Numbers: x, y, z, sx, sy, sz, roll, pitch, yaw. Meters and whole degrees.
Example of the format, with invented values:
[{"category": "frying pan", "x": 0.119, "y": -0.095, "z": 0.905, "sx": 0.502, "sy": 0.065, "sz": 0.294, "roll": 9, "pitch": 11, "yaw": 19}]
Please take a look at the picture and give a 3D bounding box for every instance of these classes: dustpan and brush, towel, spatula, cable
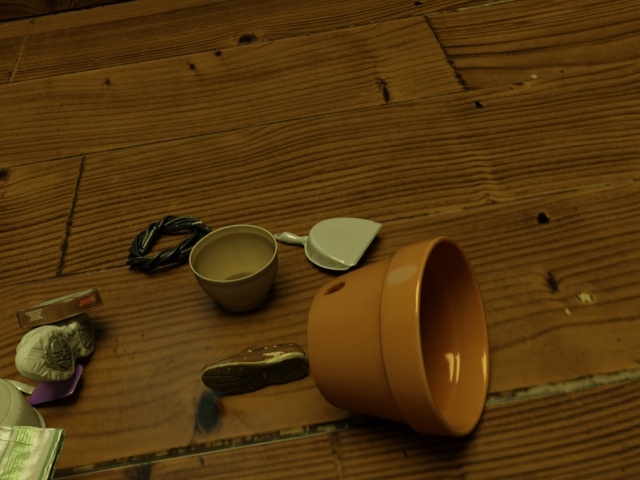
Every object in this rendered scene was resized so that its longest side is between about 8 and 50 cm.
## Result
[{"category": "dustpan and brush", "x": 0.000, "y": 0.000, "z": 1.619, "sx": 0.211, "sy": 0.060, "sz": 0.147, "roll": 17, "pitch": 43, "yaw": 20}, {"category": "towel", "x": -0.452, "y": 0.312, "z": 1.171, "sx": 0.152, "sy": 0.023, "sz": 0.113, "roll": 4, "pitch": 45, "yaw": 2}, {"category": "spatula", "x": -0.552, "y": 0.252, "z": 1.421, "sx": 0.296, "sy": 0.030, "sz": 0.084, "roll": -3, "pitch": 34, "yaw": 8}, {"category": "cable", "x": -0.318, "y": 0.000, "z": 1.680, "sx": 0.184, "sy": 0.047, "sz": 0.150, "roll": -26, "pitch": 41, "yaw": -20}]

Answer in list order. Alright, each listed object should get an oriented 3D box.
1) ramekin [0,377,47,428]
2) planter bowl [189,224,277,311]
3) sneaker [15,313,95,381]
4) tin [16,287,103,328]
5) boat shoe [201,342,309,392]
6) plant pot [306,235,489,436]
[{"category": "ramekin", "x": -0.544, "y": 0.308, "z": 1.285, "sx": 0.207, "sy": 0.109, "sz": 0.207, "roll": -5, "pitch": 38, "yaw": 4}, {"category": "planter bowl", "x": -0.152, "y": 0.062, "z": 1.517, "sx": 0.162, "sy": 0.109, "sz": 0.162, "roll": -5, "pitch": 38, "yaw": 4}, {"category": "sneaker", "x": -0.473, "y": 0.193, "z": 1.397, "sx": 0.115, "sy": 0.090, "sz": 0.232, "roll": -13, "pitch": 4, "yaw": 7}, {"category": "tin", "x": -0.477, "y": 0.124, "z": 1.493, "sx": 0.189, "sy": 0.040, "sz": 0.106, "roll": -13, "pitch": 10, "yaw": 38}, {"category": "boat shoe", "x": -0.110, "y": 0.208, "z": 1.366, "sx": 0.177, "sy": 0.064, "sz": 0.060, "roll": -8, "pitch": 32, "yaw": -9}, {"category": "plant pot", "x": 0.112, "y": 0.150, "z": 1.239, "sx": 0.203, "sy": 0.291, "sz": 0.291, "roll": -9, "pitch": 35, "yaw": 28}]
